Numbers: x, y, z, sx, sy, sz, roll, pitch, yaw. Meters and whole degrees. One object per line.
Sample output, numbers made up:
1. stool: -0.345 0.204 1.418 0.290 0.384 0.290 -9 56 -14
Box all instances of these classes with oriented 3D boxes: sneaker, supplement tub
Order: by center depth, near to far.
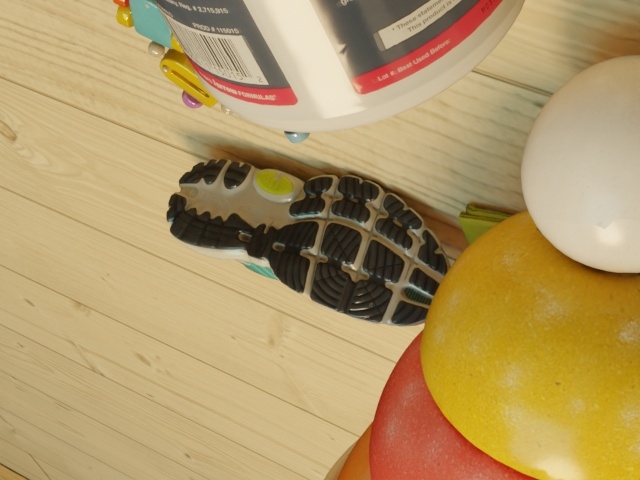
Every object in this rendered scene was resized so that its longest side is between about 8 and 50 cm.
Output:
1. supplement tub: -0.023 -0.201 0.610 0.191 0.191 0.272 15 150 36
2. sneaker: 0.000 0.000 1.106 0.275 0.107 0.110 22 173 36

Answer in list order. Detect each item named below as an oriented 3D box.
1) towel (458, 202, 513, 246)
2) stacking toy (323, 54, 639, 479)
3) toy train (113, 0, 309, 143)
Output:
1. towel: 0.187 0.058 1.045 0.102 0.021 0.237 9 145 34
2. stacking toy: 0.175 0.096 0.859 0.350 0.350 0.480 24 134 21
3. toy train: -0.073 -0.141 0.969 0.125 0.046 0.166 5 146 45
